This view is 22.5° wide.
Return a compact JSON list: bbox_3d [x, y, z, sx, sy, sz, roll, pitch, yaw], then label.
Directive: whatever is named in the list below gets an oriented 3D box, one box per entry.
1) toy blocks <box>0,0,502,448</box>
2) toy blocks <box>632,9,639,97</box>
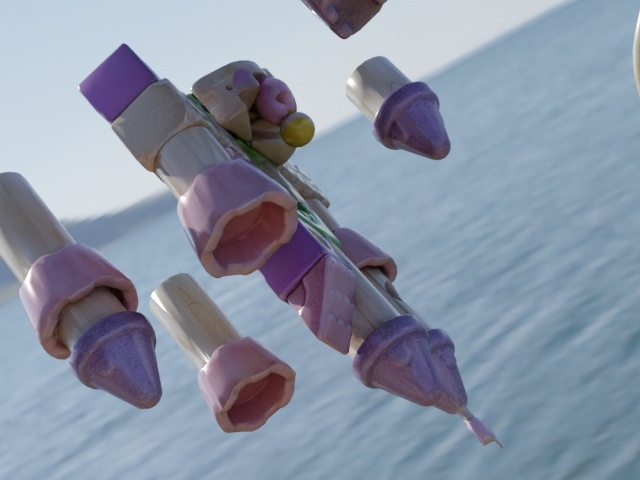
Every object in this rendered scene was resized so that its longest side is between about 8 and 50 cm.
[{"bbox_3d":[0.000,0.000,1.018,0.309,0.260,0.288,-46,-32,6],"label":"toy blocks"},{"bbox_3d":[0.151,-0.012,0.324,0.148,0.123,0.054,29,88,51],"label":"toy blocks"}]
